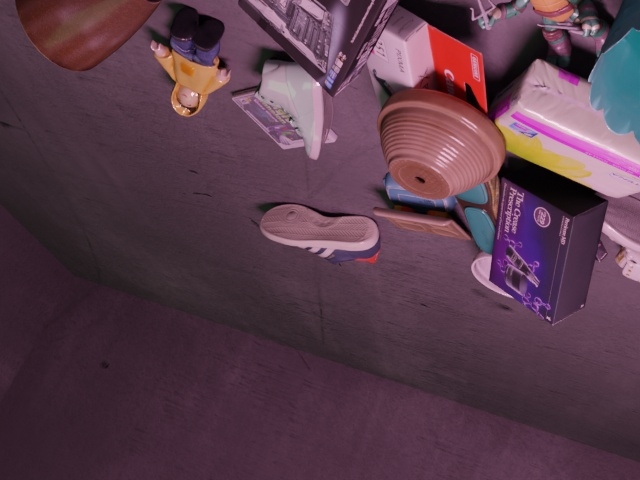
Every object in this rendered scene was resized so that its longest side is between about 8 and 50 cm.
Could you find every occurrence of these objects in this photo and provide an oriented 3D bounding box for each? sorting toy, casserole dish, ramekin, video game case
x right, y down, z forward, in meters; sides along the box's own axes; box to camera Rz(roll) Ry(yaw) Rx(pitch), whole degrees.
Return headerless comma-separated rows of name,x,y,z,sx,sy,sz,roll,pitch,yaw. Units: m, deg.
sorting toy,0.247,-0.046,1.776,0.193,0.038,0.208,11,176,28
casserole dish,0.229,-0.105,1.733,0.189,0.037,0.114,12,154,24
ramekin,0.468,0.046,1.739,0.207,0.109,0.207,20,157,9
video game case,-0.081,-0.276,1.675,0.173,0.022,0.190,-2,146,44

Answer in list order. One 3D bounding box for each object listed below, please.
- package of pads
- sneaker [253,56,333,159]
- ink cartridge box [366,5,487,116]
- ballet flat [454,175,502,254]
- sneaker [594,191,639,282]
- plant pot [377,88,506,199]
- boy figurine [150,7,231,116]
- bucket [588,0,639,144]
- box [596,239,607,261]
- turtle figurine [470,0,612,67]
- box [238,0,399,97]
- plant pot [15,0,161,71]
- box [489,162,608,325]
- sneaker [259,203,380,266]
package of pads,0.435,-0.175,1.243,0.297,0.101,0.229,25,175,-2
sneaker,-0.057,-0.278,1.555,0.151,0.094,0.255,13,145,11
ink cartridge box,0.180,-0.265,1.293,0.239,0.060,0.275,42,168,32
ballet flat,0.334,-0.106,1.537,0.123,0.123,0.348,6,148,35
sneaker,0.631,0.011,1.514,0.293,0.108,0.169,26,153,-8
plant pot,0.196,-0.148,1.317,0.238,0.109,0.237,24,160,10
boy figurine,-0.278,-0.369,1.581,0.177,0.092,0.285,23,154,-6
bucket,0.510,-0.252,0.974,0.281,0.183,0.281,20,157,9
box,0.511,-0.030,1.544,0.116,0.029,0.162,45,180,-41
turtle figurine,0.331,-0.329,1.063,0.234,0.118,0.175,23,-178,-44
box,-0.002,-0.401,1.176,0.242,0.076,0.307,45,156,3
plant pot,-0.412,-0.460,1.409,0.231,0.215,0.215,-14,139,32
box,0.443,0.006,1.477,0.184,0.103,0.261,37,141,42
sneaker,0.000,0.000,2.047,0.350,0.131,0.148,12,150,25
